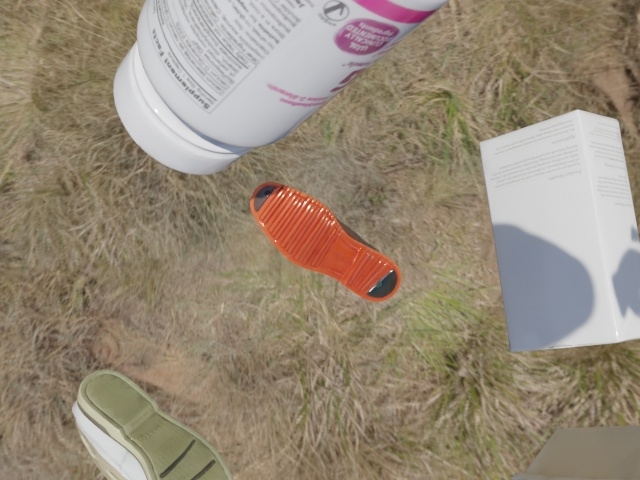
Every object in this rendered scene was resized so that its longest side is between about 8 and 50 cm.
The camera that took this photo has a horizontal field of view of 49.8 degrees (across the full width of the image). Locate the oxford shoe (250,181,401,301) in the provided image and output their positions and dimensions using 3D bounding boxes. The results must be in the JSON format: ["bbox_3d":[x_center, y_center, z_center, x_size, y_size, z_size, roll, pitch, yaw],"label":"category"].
[{"bbox_3d":[0.000,0.000,1.069,0.271,0.098,0.097,38,95,-19],"label":"oxford shoe"}]

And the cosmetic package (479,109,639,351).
[{"bbox_3d":[0.405,-0.008,1.148,0.155,0.197,0.365,-1,81,-43],"label":"cosmetic package"}]

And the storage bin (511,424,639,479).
[{"bbox_3d":[0.463,0.390,0.969,0.260,0.262,0.123,49,63,-2],"label":"storage bin"}]

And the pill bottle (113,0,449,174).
[{"bbox_3d":[-0.042,-0.172,0.536,0.160,0.160,0.283,43,137,-15],"label":"pill bottle"}]

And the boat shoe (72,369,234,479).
[{"bbox_3d":[-0.233,0.316,0.976,0.302,0.113,0.103,42,127,19],"label":"boat shoe"}]
